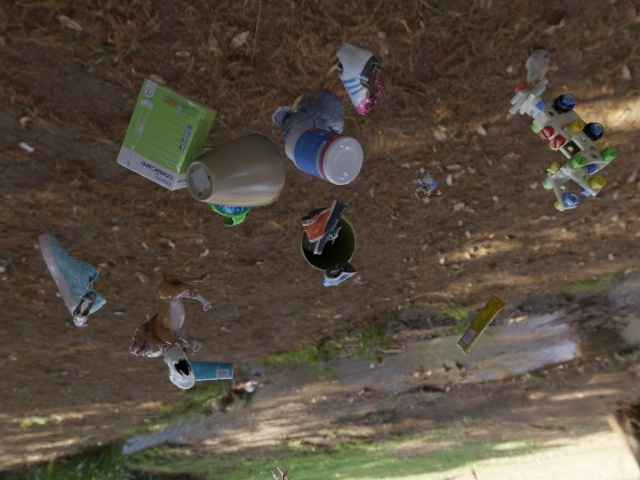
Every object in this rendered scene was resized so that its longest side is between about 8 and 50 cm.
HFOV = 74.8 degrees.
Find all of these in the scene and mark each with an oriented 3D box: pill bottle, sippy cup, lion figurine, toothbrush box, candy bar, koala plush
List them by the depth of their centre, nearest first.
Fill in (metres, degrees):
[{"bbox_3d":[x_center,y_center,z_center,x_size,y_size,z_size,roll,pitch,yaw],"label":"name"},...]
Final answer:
[{"bbox_3d":[0.384,0.205,1.011,0.018,0.040,0.162,19,107,-43],"label":"candy bar"},{"bbox_3d":[-0.001,-0.233,1.115,0.124,0.221,0.125,-18,121,-32],"label":"pill bottle"},{"bbox_3d":[-0.492,-0.336,1.346,0.206,0.122,0.284,26,103,1],"label":"toothbrush box"},{"bbox_3d":[-0.046,-0.409,1.448,0.221,0.196,0.203,-30,-178,-24],"label":"koala plush"},{"bbox_3d":[-0.521,0.248,1.457,0.142,0.240,0.393,0,113,-64],"label":"lion figurine"},{"bbox_3d":[-0.414,-0.229,1.764,0.239,0.306,0.224,19,179,-41],"label":"sippy cup"}]

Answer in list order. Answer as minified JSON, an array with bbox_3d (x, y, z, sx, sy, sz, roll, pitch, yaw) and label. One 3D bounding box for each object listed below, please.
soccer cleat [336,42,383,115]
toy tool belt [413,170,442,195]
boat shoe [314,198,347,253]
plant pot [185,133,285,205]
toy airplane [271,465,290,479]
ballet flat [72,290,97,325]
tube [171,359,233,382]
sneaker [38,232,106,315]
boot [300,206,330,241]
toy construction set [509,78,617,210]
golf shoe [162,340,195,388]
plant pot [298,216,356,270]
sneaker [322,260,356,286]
[{"bbox_3d":[0.126,-0.536,1.389,0.116,0.143,0.331,-53,169,-3],"label":"soccer cleat"},{"bbox_3d":[0.316,-0.161,1.238,0.051,0.052,0.083,-34,104,25],"label":"toy tool belt"},{"bbox_3d":[0.041,-0.050,1.745,0.079,0.255,0.095,24,154,-7],"label":"boat shoe"},{"bbox_3d":[-0.302,-0.219,1.398,0.256,0.257,0.274,-39,171,36],"label":"plant pot"},{"bbox_3d":[-0.118,0.799,1.369,0.028,0.151,0.151,-13,155,-43],"label":"toy airplane"},{"bbox_3d":[-0.655,0.193,1.152,0.041,0.041,0.115,23,104,-36],"label":"ballet flat"},{"bbox_3d":[-0.409,0.455,1.461,0.206,0.080,0.052,3,157,-9],"label":"tube"},{"bbox_3d":[-0.956,0.121,1.630,0.150,0.366,0.135,-27,175,-29],"label":"sneaker"},{"bbox_3d":[-0.006,-0.053,1.319,0.059,0.158,0.085,-9,110,31],"label":"boot"},{"bbox_3d":[0.594,-0.257,1.050,0.214,0.328,0.151,-33,-179,-18],"label":"toy construction set"},{"bbox_3d":[-0.395,0.375,1.193,0.069,0.086,0.176,-33,130,-27],"label":"golf shoe"},{"bbox_3d":[0.000,0.000,2.111,0.274,0.275,0.293,4,-178,-16],"label":"plant pot"},{"bbox_3d":[0.065,0.127,1.541,0.162,0.063,0.073,-13,142,-41],"label":"sneaker"}]
